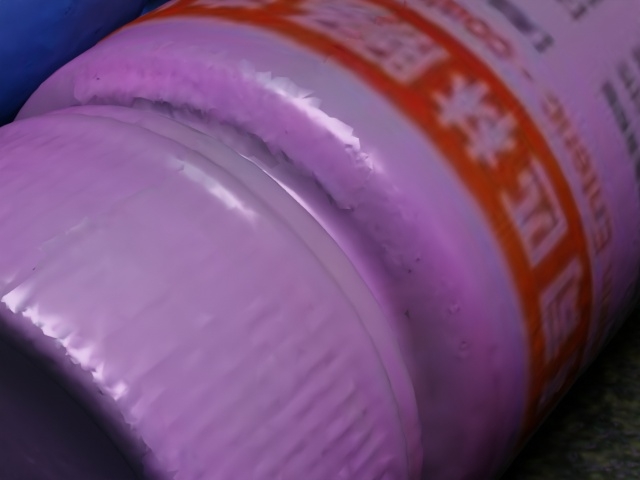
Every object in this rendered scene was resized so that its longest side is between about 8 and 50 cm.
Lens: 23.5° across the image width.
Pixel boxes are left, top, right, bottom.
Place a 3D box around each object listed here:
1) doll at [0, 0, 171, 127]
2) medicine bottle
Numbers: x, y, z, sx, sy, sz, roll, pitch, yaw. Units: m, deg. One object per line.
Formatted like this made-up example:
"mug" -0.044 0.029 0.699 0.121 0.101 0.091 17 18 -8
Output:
"doll" -0.122 -0.091 0.648 0.346 0.341 0.099 -42 86 -15
"medicine bottle" 0.000 0.000 0.584 0.219 0.219 0.388 21 38 27
